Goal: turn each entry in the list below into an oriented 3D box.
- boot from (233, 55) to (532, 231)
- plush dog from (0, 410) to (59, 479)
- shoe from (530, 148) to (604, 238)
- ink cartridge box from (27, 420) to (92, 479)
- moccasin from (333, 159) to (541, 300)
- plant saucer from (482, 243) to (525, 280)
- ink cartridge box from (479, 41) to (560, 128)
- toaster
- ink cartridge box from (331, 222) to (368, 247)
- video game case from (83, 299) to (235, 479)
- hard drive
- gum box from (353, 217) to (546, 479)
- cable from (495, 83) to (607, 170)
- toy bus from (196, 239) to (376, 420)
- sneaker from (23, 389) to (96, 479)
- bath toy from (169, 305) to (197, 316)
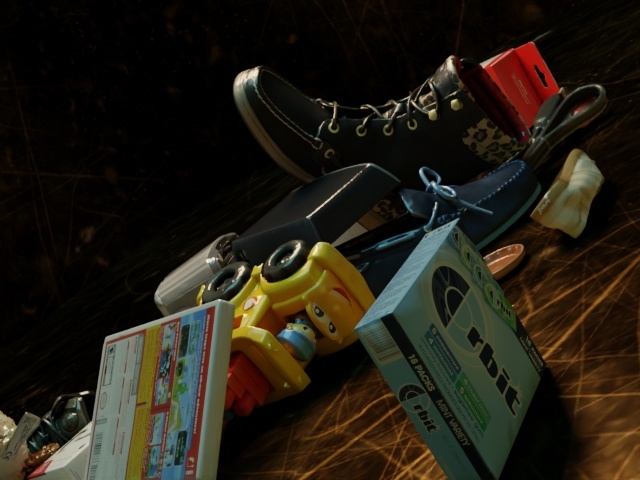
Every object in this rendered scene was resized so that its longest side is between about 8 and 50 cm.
[{"bbox_3d":[0.091,-0.173,1.689,0.284,0.377,0.138,-32,32,32],"label":"boot"},{"bbox_3d":[-0.495,0.262,1.585,0.211,0.262,0.225,-24,46,-40],"label":"plush dog"},{"bbox_3d":[0.301,-0.053,1.417,0.076,0.058,0.219,-61,-9,26],"label":"shoe"},{"bbox_3d":[-0.302,0.285,1.554,0.099,0.056,0.135,-23,13,44],"label":"ink cartridge box"},{"bbox_3d":[0.133,-0.017,1.542,0.342,0.116,0.138,-34,10,-12],"label":"moccasin"},{"bbox_3d":[0.204,0.032,1.386,0.083,0.013,0.083,-31,10,6],"label":"plant saucer"},{"bbox_3d":[0.311,-0.252,2.118,0.078,0.134,0.231,-38,11,-36],"label":"ink cartridge box"},{"bbox_3d":[-0.187,0.080,2.023,0.146,0.129,0.227,-31,11,15],"label":"toaster"},{"bbox_3d":[0.000,0.000,1.895,0.209,0.109,0.062,-30,9,12],"label":"ink cartridge box"},{"bbox_3d":[-0.196,0.193,1.399,0.285,0.025,0.204,-20,59,51],"label":"video game case"},{"bbox_3d":[-0.017,-0.031,1.610,0.172,0.054,0.255,-41,12,-27],"label":"hard drive"},{"bbox_3d":[0.112,0.088,0.961,0.041,0.157,0.184,-26,11,32],"label":"gum box"},{"bbox_3d":[0.349,-0.144,1.775,0.139,0.072,0.287,-9,35,43],"label":"cable"},{"bbox_3d":[-0.063,0.126,1.412,0.220,0.149,0.211,-22,26,33],"label":"toy bus"},{"bbox_3d":[-0.394,0.286,1.676,0.228,0.087,0.130,-32,-13,-26],"label":"sneaker"},{"bbox_3d":[-0.118,0.095,1.736,0.348,0.129,0.151,-36,45,-22],"label":"bath toy"}]
